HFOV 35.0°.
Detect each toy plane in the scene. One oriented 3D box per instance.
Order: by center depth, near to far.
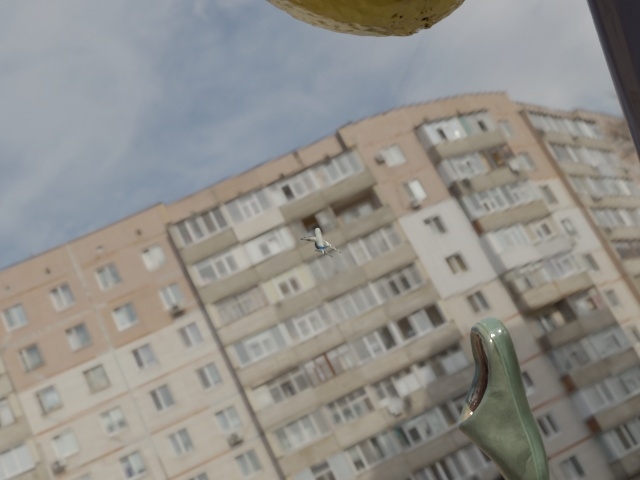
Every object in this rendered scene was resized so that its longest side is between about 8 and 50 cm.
[{"bbox_3d":[-0.001,0.003,1.729,0.077,0.084,0.024,19,-72,-20],"label":"toy plane"}]

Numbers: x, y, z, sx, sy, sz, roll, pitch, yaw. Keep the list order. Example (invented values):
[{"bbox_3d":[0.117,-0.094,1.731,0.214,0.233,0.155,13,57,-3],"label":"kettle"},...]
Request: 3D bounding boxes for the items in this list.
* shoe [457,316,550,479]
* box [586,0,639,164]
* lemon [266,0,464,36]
[{"bbox_3d":[0.174,0.178,1.032,0.078,0.195,0.079,-13,5,-6],"label":"shoe"},{"bbox_3d":[0.306,-0.102,0.515,0.229,0.340,0.239,-10,-13,-16],"label":"box"},{"bbox_3d":[0.041,-0.402,1.092,0.350,0.387,0.350,-62,-6,-11],"label":"lemon"}]
